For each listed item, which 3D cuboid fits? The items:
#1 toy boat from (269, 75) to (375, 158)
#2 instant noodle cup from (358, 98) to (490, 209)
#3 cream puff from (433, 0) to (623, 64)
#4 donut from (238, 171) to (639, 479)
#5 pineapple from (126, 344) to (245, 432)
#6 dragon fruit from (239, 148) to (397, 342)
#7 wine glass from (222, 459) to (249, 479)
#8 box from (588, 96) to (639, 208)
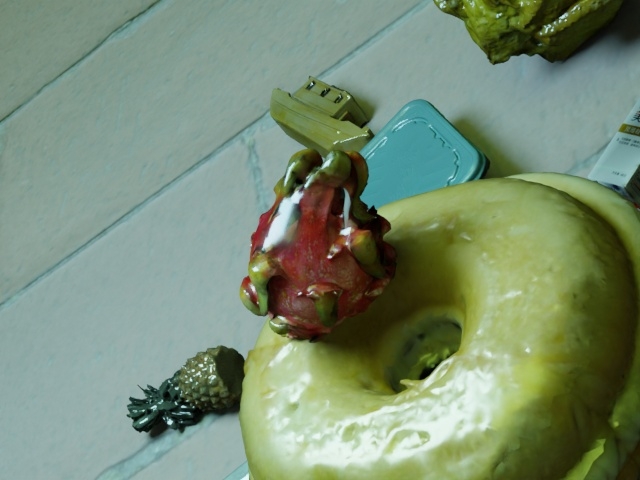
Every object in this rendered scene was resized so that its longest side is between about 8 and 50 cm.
[{"bbox_3d":[0.010,-0.144,1.985,0.077,0.057,0.200,-45,37,-8],"label":"toy boat"},{"bbox_3d":[0.104,-0.054,1.802,0.157,0.070,0.179,-44,38,5],"label":"instant noodle cup"},{"bbox_3d":[0.224,-0.294,1.784,0.196,0.244,0.244,-46,35,23],"label":"cream puff"},{"bbox_3d":[0.120,0.120,1.527,0.449,0.198,0.449,-24,43,25],"label":"donut"},{"bbox_3d":[-0.152,0.169,1.853,0.159,0.074,0.074,-28,41,34],"label":"pineapple"},{"bbox_3d":[0.000,0.000,1.486,0.133,0.150,0.208,-121,33,-40],"label":"dragon fruit"},{"bbox_3d":[-0.120,0.305,1.699,0.262,0.074,0.074,-43,38,2],"label":"wine glass"},{"bbox_3d":[0.350,-0.133,1.661,0.055,0.039,0.218,19,71,52],"label":"box"}]
